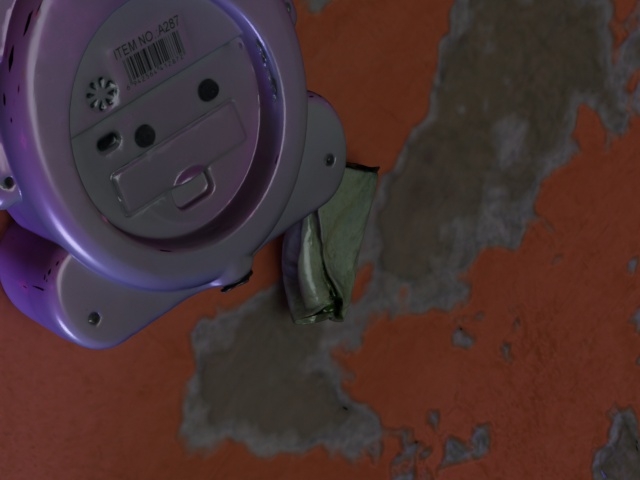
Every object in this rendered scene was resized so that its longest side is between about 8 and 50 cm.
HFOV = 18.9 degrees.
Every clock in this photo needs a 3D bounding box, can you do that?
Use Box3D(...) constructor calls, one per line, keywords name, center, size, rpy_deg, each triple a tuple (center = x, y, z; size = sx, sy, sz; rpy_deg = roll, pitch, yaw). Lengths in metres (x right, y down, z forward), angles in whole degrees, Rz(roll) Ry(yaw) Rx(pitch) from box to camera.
Box3D(name="clock", center=(-0.105, -0.085, 1.106), size=(0.227, 0.090, 0.248), rpy_deg=(-35, 123, -26))

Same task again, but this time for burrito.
Box3D(name="burrito", center=(0.002, 0.000, 1.250), size=(0.074, 0.044, 0.118), rpy_deg=(-1, 107, -57))
